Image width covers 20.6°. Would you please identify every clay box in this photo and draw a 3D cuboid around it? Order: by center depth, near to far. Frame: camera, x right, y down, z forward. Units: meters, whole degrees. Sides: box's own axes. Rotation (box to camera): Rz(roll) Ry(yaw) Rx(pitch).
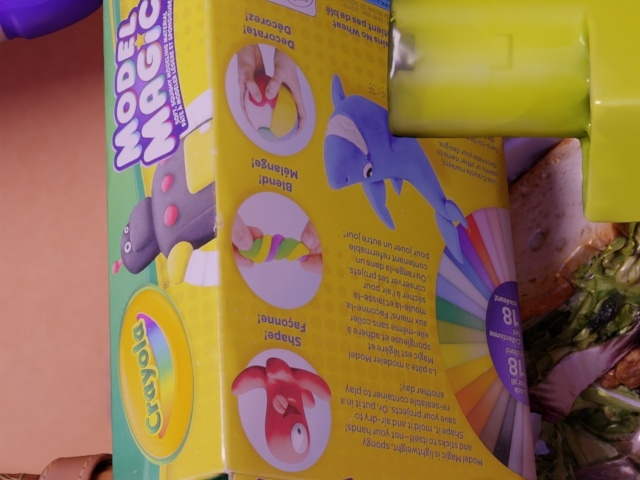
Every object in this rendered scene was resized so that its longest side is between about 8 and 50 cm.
[{"bbox_3d":[0.000,0.000,0.514,0.053,0.127,0.222,-19,65,41],"label":"clay box"}]

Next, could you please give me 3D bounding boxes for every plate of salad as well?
[{"bbox_3d":[0.109,0.052,0.600,0.200,0.048,0.200,1,100,4],"label":"plate of salad"}]

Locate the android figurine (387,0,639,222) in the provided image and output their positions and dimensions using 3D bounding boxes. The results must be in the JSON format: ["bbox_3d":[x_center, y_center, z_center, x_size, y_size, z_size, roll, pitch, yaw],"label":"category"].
[{"bbox_3d":[0.155,-0.073,0.485,0.273,0.248,0.056,0,135,3],"label":"android figurine"}]

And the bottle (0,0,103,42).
[{"bbox_3d":[-0.210,-0.083,0.545,0.283,0.118,0.092,-13,108,-4],"label":"bottle"}]

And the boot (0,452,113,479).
[{"bbox_3d":[-0.094,0.215,0.632,0.220,0.109,0.283,-16,92,4],"label":"boot"}]
